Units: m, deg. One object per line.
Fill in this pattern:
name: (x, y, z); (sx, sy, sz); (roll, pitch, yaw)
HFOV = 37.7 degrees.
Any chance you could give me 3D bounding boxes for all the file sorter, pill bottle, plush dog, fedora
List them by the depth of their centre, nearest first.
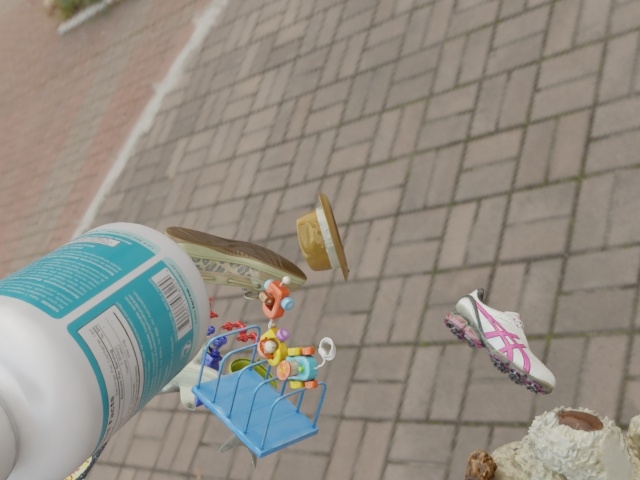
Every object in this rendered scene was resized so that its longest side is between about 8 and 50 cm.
pill bottle: (-0.201, 0.090, 0.710); (0.146, 0.146, 0.264); (-38, 2, 27)
plush dog: (0.301, 0.299, 1.128); (0.225, 0.262, 0.210); (-2, 83, 54)
file sorter: (-0.090, 0.221, 1.412); (0.170, 0.118, 0.104); (36, 124, 35)
fedora: (0.000, 0.000, 1.866); (0.079, 0.194, 0.194); (-16, 43, 3)

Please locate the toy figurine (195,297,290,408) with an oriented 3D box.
toy figurine: (-0.250, 0.320, 2.228); (0.362, 0.191, 0.217); (37, 112, 26)

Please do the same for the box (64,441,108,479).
box: (-0.449, 0.332, 1.611); (0.233, 0.159, 0.044); (-59, 5, -17)

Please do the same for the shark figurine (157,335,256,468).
shark figurine: (-0.199, 0.304, 1.821); (0.278, 0.116, 0.166); (30, 74, 27)

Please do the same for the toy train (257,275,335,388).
toy train: (-0.051, 0.135, 1.321); (0.166, 0.046, 0.125); (47, 127, 39)

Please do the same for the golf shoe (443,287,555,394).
golf shoe: (0.270, 0.143, 1.349); (0.186, 0.067, 0.086); (40, 81, 21)

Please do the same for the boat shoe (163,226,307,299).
boat shoe: (-0.164, 0.051, 1.734); (0.089, 0.285, 0.104); (-68, 21, 13)
